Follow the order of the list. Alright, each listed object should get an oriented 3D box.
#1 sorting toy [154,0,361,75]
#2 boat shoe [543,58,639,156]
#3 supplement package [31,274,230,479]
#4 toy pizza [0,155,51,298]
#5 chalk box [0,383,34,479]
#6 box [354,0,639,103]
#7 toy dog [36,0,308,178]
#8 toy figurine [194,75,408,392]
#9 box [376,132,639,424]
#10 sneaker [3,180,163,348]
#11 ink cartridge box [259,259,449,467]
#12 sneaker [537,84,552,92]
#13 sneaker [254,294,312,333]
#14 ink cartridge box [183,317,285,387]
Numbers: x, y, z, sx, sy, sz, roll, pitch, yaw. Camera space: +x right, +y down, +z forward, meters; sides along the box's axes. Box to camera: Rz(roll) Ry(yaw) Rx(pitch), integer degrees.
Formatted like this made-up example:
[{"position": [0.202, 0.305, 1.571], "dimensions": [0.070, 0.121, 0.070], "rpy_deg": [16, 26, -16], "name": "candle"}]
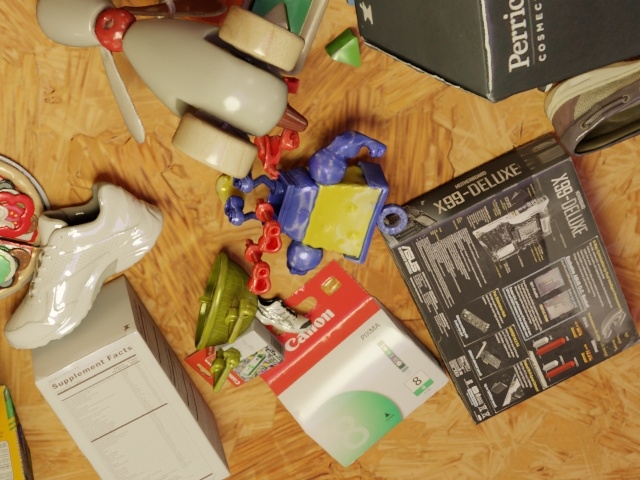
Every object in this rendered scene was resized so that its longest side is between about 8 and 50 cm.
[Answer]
[{"position": [-0.071, -0.284, 1.637], "dimensions": [0.348, 0.047, 0.196], "rpy_deg": [13, 113, -20], "name": "sorting toy"}, {"position": [0.408, -0.173, 1.764], "dimensions": [0.285, 0.092, 0.103], "rpy_deg": [-18, 150, 7], "name": "boat shoe"}, {"position": [-0.228, 0.190, 1.797], "dimensions": [0.139, 0.134, 0.244], "rpy_deg": [-27, 121, 1], "name": "supplement package"}, {"position": [-0.404, -0.009, 1.706], "dimensions": [0.201, 0.032, 0.201], "rpy_deg": [-6, 119, -12], "name": "toy pizza"}, {"position": [-0.421, 0.314, 1.756], "dimensions": [0.180, 0.179, 0.289], "rpy_deg": [-11, 154, -8], "name": "chalk box"}, {"position": [0.266, -0.443, 1.426], "dimensions": [0.472, 0.297, 0.480], "rpy_deg": [-18, 116, -17], "name": "box"}, {"position": [-0.132, -0.183, 1.551], "dimensions": [0.220, 0.333, 0.161], "rpy_deg": [-45, 148, 13], "name": "toy dog"}, {"position": [0.000, 0.000, 1.733], "dimensions": [0.217, 0.191, 0.362], "rpy_deg": [5, 117, -22], "name": "toy figurine"}, {"position": [0.238, 0.052, 1.878], "dimensions": [0.242, 0.076, 0.307], "rpy_deg": [-27, 121, 1], "name": "box"}, {"position": [-0.294, 0.020, 1.721], "dimensions": [0.232, 0.090, 0.115], "rpy_deg": [-47, 119, 2], "name": "sneaker"}, {"position": [0.026, 0.158, 1.894], "dimensions": [0.181, 0.056, 0.225], "rpy_deg": [-41, 121, 8], "name": "ink cartridge box"}, {"position": [0.263, -0.226, 1.764], "dimensions": [0.044, 0.040, 0.109], "rpy_deg": [9, 118, 7], "name": "sneaker"}, {"position": [-0.048, 0.088, 1.842], "dimensions": [0.083, 0.032, 0.037], "rpy_deg": [13, 107, -5], "name": "sneaker"}, {"position": [-0.107, 0.146, 1.850], "dimensions": [0.115, 0.029, 0.063], "rpy_deg": [-31, 122, 21], "name": "ink cartridge box"}]
